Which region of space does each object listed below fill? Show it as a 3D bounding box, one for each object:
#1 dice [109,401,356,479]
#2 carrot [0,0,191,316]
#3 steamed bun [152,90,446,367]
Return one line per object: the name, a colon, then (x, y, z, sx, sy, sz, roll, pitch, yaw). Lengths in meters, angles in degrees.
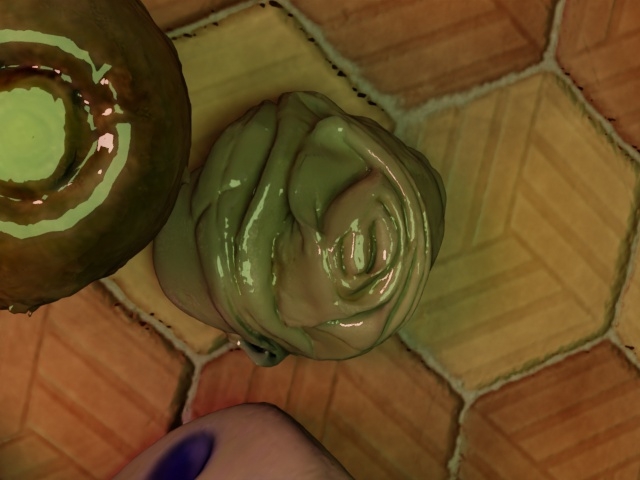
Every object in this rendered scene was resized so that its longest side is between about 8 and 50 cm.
dice: (-0.055, 0.322, 1.090, 0.304, 0.304, 0.277, -41, 111, -9)
carrot: (-0.204, -0.076, 0.939, 0.224, 0.341, 0.224, -3, 99, -16)
steamed bun: (-0.001, 0.002, 1.130, 0.218, 0.144, 0.211, 31, 90, -22)
